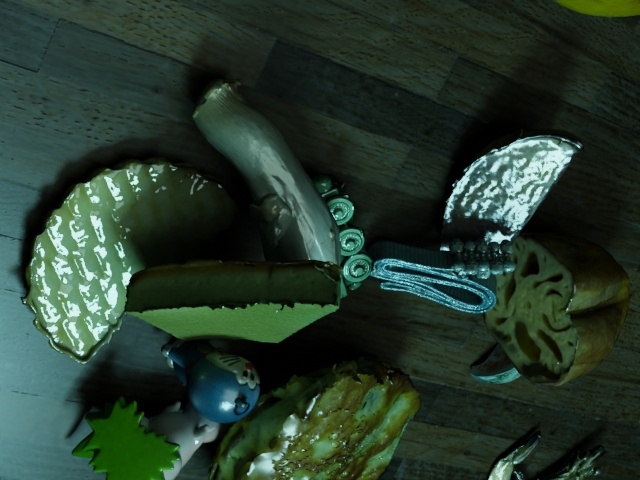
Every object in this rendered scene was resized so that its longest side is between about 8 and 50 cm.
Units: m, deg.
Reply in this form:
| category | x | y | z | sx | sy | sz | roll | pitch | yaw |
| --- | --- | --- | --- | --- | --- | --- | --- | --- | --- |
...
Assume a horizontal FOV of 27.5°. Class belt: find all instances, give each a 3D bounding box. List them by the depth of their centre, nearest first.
| category | x | y | z | sx | sy | sz | roll | pitch | yaw |
| --- | --- | --- | --- | --- | --- | --- | --- | --- | --- |
| belt | 0.150 | 0.034 | 1.682 | 0.179 | 0.065 | 0.100 | 12 | 131 | -10 |

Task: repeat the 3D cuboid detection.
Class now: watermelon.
| category | x | y | z | sx | sy | sz | roll | pitch | yaw |
| --- | --- | --- | --- | --- | --- | --- | --- | --- | --- |
| watermelon | 0.256 | 0.175 | 1.887 | 0.085 | 0.085 | 0.061 | 7 | 72 | -34 |

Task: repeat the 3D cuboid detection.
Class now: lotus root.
| category | x | y | z | sx | sy | sz | roll | pitch | yaw |
| --- | --- | --- | --- | --- | --- | --- | --- | --- | --- |
| lotus root | 0.348 | 0.087 | 1.785 | 0.180 | 0.199 | 0.188 | -4 | 133 | -30 |

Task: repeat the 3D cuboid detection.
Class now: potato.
| category | x | y | z | sx | sy | sz | roll | pitch | yaw |
| --- | --- | --- | --- | --- | --- | --- | --- | --- | --- |
| potato | 0.234 | -0.069 | 1.717 | 0.120 | 0.100 | 0.261 | 30 | 120 | -3 |

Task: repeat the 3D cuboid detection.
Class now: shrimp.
| category | x | y | z | sx | sy | sz | roll | pitch | yaw |
| --- | --- | --- | --- | --- | --- | --- | --- | --- | --- |
| shrimp | 0.345 | 0.362 | 2.040 | 0.217 | 0.051 | 0.150 | -32 | 121 | -7 |

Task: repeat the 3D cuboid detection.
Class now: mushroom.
| category | x | y | z | sx | sy | sz | roll | pitch | yaw |
| --- | --- | --- | --- | --- | --- | --- | --- | --- | --- |
| mushroom | -0.055 | -0.063 | 1.490 | 0.099 | 0.096 | 0.278 | -38 | 114 | -19 |

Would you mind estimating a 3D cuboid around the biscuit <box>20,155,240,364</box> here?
| category | x | y | z | sx | sy | sz | roll | pitch | yaw |
| --- | --- | --- | --- | --- | --- | --- | --- | --- | --- |
| biscuit | -0.234 | 0.001 | 1.492 | 0.273 | 0.036 | 0.187 | -42 | 130 | -4 |

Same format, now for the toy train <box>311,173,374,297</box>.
| category | x | y | z | sx | sy | sz | roll | pitch | yaw |
| --- | --- | --- | --- | --- | --- | --- | --- | --- | --- |
| toy train | 0.000 | 0.000 | 1.613 | 0.111 | 0.071 | 0.170 | -23 | 124 | -7 |

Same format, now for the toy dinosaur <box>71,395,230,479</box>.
| category | x | y | z | sx | sy | sz | roll | pitch | yaw |
| --- | --- | --- | --- | --- | --- | --- | --- | --- | --- |
| toy dinosaur | -0.205 | 0.247 | 1.618 | 0.194 | 0.152 | 0.177 | -59 | 158 | 3 |

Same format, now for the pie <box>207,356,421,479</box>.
| category | x | y | z | sx | sy | sz | roll | pitch | yaw |
| --- | --- | --- | --- | --- | --- | --- | --- | --- | --- |
| pie | -0.011 | 0.275 | 1.700 | 0.288 | 0.103 | 0.355 | -8 | 133 | -44 |

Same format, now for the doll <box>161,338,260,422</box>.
| category | x | y | z | sx | sy | sz | roll | pitch | yaw |
| --- | --- | --- | --- | --- | --- | --- | --- | --- | --- |
| doll | -0.127 | 0.166 | 1.575 | 0.114 | 0.152 | 0.085 | 29 | 92 | -37 |

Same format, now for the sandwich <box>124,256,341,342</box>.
| category | x | y | z | sx | sy | sz | roll | pitch | yaw |
| --- | --- | --- | --- | --- | --- | --- | --- | --- | --- |
| sandwich | -0.071 | 0.072 | 1.493 | 0.212 | 0.245 | 0.063 | 43 | 48 | -68 |

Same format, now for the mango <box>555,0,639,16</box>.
| category | x | y | z | sx | sy | sz | roll | pitch | yaw |
| --- | --- | --- | --- | --- | --- | --- | --- | --- | --- |
| mango | 0.399 | -0.422 | 1.526 | 0.445 | 0.220 | 0.301 | -23 | 120 | -30 |
